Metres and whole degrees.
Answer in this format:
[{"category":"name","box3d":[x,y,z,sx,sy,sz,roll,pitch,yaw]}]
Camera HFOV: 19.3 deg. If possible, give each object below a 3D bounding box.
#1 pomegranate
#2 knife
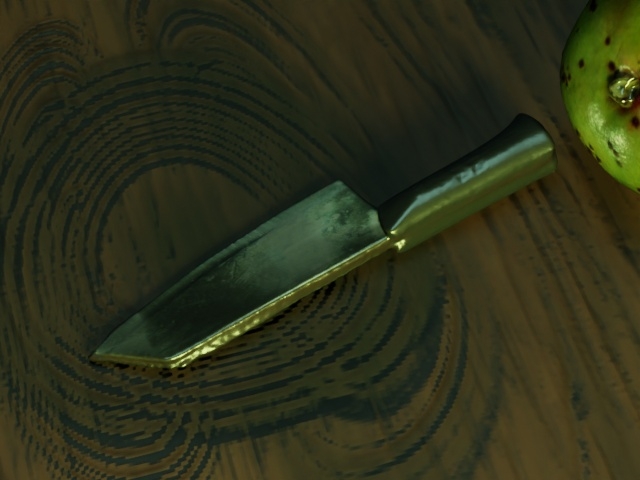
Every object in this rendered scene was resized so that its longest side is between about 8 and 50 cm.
[{"category":"pomegranate","box3d":[0.174,-0.076,0.839,0.114,0.114,0.142,37,36,28]},{"category":"knife","box3d":[0.000,0.000,0.835,0.230,0.028,0.060,-29,43,-16]}]
